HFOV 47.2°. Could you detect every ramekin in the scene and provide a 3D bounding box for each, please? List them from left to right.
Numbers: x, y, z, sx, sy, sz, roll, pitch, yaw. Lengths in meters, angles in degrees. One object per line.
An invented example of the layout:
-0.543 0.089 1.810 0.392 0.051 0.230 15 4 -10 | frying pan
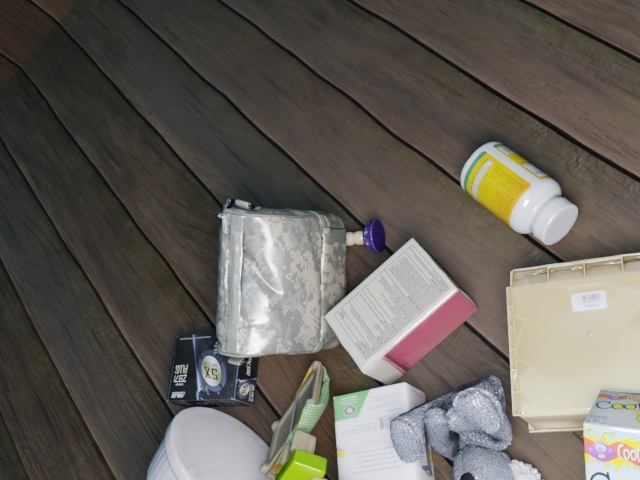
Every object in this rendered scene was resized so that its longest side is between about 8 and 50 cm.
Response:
-0.200 0.454 1.373 0.127 0.273 0.273 -52 52 14 | ramekin

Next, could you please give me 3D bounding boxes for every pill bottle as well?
0.370 -0.086 1.364 0.117 0.117 0.208 -47 53 4 | pill bottle

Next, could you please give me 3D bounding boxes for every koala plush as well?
0.261 0.355 1.212 0.196 0.203 0.221 -30 76 27 | koala plush

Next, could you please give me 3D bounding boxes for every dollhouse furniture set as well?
-0.005 0.392 1.321 0.197 0.151 0.301 -58 7 22 | dollhouse furniture set

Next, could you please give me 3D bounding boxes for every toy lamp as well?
0.000 0.000 1.573 0.275 0.080 0.080 -6 65 27 | toy lamp

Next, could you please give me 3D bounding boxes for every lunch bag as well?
-0.094 0.076 1.432 0.213 0.256 0.305 4 92 30 | lunch bag

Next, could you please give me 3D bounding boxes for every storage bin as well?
0.450 0.168 1.194 0.262 0.123 0.260 -10 63 28 | storage bin

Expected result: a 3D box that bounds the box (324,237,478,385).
0.152 0.137 1.384 0.232 0.127 0.148 -42 54 8 | box

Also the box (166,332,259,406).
-0.230 0.280 1.580 0.180 0.077 0.147 -7 65 28 | box

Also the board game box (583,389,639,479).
0.454 0.365 1.012 0.144 0.142 0.275 -2 98 31 | board game box

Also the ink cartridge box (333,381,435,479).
0.114 0.380 1.316 0.154 0.093 0.212 -18 59 25 | ink cartridge box
